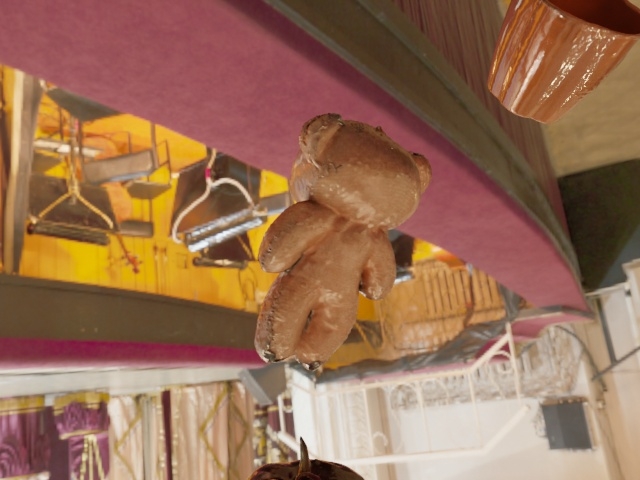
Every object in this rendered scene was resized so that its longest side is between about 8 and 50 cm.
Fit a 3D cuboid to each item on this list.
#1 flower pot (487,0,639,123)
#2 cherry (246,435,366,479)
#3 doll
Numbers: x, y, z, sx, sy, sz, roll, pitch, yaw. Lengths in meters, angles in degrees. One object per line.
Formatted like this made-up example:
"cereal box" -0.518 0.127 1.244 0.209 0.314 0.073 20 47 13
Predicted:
"flower pot" 0.338 -0.277 0.882 0.191 0.190 0.173 -1 141 -22
"cherry" -0.032 0.433 0.864 0.218 0.296 0.255 11 179 17
"doll" 0.000 0.000 0.738 0.201 0.303 0.156 20 -171 -38
